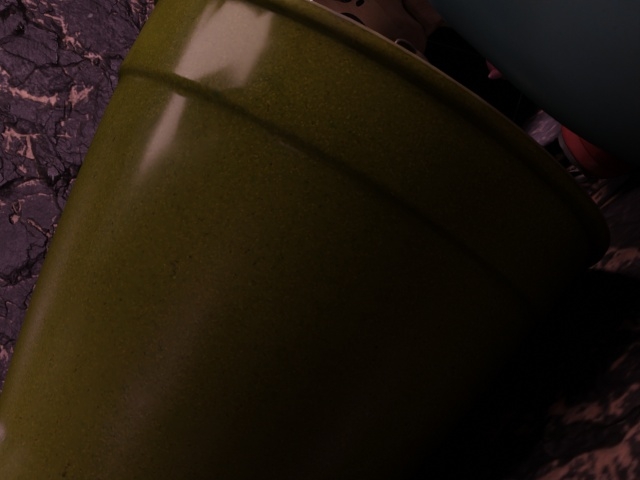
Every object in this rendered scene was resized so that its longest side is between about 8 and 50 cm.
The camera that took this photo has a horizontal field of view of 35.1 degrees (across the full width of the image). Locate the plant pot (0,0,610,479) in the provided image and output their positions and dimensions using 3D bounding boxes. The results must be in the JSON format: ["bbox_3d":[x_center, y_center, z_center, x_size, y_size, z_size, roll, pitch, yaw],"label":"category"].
[{"bbox_3d":[-0.051,0.065,0.708,0.352,0.367,0.366,-58,11,-7],"label":"plant pot"}]

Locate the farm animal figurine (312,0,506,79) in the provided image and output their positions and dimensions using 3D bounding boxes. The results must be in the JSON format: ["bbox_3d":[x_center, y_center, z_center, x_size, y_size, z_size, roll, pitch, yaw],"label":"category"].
[{"bbox_3d":[0.077,-0.189,0.887,0.172,0.327,0.330,-22,-42,-51],"label":"farm animal figurine"}]

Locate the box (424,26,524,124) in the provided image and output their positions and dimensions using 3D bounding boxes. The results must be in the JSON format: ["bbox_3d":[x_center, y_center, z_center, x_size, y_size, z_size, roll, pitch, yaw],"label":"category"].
[{"bbox_3d":[0.091,-0.176,1.099,0.103,0.261,0.184,-58,-16,-51],"label":"box"}]

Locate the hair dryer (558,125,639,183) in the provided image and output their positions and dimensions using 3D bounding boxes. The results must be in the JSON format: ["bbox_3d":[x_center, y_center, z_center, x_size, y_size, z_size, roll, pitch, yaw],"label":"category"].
[{"bbox_3d":[0.273,-0.137,0.853,0.223,0.080,0.293,-49,10,-18],"label":"hair dryer"}]

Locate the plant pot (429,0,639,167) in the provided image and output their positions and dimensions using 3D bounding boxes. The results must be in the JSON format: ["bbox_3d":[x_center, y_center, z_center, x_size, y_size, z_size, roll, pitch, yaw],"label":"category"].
[{"bbox_3d":[0.227,-0.173,0.590,0.293,0.293,0.235,-43,43,17],"label":"plant pot"}]
